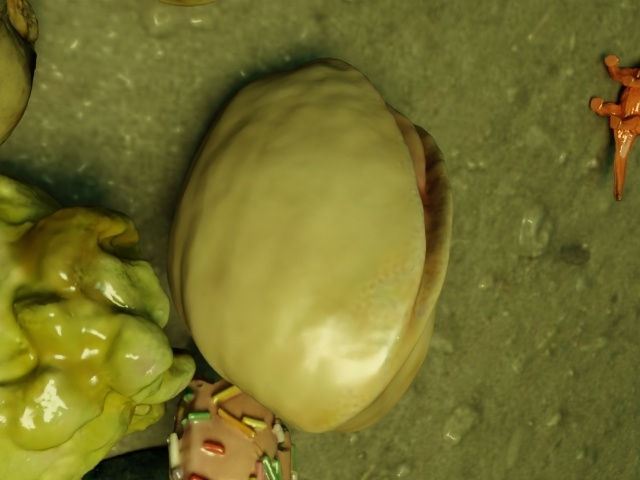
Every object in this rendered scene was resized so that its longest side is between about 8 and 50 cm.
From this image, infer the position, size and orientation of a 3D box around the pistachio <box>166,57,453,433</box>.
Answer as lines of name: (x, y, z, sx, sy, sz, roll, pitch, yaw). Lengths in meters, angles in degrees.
pistachio: (0.000, 0.000, 0.488, 0.230, 0.230, 0.308, 32, 50, -28)

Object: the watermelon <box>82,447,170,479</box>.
watermelon: (-0.169, 0.359, 0.556, 0.250, 0.283, 0.293, -44, 145, 8)

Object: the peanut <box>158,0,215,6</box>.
peanut: (-0.134, -0.316, 0.406, 0.148, 0.147, 0.318, -32, 111, -13)

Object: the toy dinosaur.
toy dinosaur: (0.369, -0.184, 0.719, 0.102, 0.055, 0.279, 7, 100, -36)

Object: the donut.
donut: (-0.066, 0.221, 0.521, 0.085, 0.233, 0.198, -1, 69, 2)

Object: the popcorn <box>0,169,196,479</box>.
popcorn: (-0.207, 0.080, 0.437, 0.259, 0.259, 0.212, -36, 158, -11)

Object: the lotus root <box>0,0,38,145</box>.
lotus root: (-0.323, -0.089, 0.370, 0.310, 0.183, 0.182, -32, 115, -7)
